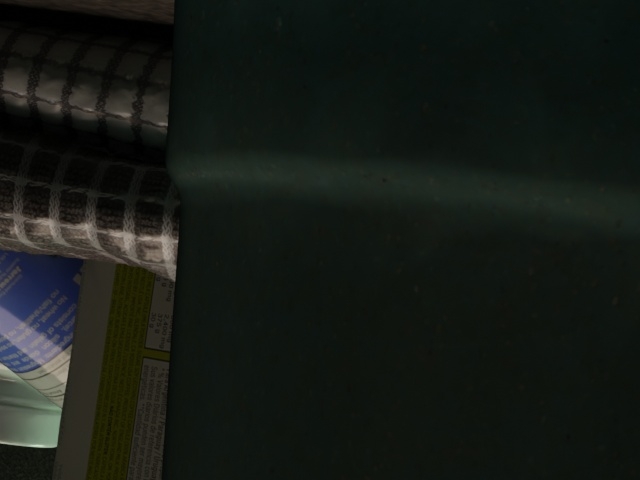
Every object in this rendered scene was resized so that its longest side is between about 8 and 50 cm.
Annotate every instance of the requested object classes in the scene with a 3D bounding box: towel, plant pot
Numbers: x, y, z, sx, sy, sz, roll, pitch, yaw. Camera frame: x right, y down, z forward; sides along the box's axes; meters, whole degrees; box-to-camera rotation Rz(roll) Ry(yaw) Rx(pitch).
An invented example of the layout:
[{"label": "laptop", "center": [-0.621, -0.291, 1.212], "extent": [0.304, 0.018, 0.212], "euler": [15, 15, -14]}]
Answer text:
[{"label": "towel", "center": [-0.115, -0.035, 0.964], "extent": [0.235, 0.121, 0.283], "euler": [9, 177, 12]}, {"label": "plant pot", "center": [0.086, 0.083, 0.623], "extent": [0.341, 0.334, 0.341], "euler": [8, 176, 1]}]

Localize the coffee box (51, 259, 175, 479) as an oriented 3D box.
[{"label": "coffee box", "center": [0.054, 0.119, 1.254], "extent": [0.337, 0.338, 0.334], "euler": [11, 176, -44]}]

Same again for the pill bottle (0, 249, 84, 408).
[{"label": "pill bottle", "center": [-0.175, 0.046, 1.380], "extent": [0.272, 0.152, 0.152], "euler": [40, 162, -25]}]

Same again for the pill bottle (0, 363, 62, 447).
[{"label": "pill bottle", "center": [-0.245, 0.041, 1.507], "extent": [0.136, 0.246, 0.136], "euler": [9, 177, 1]}]
